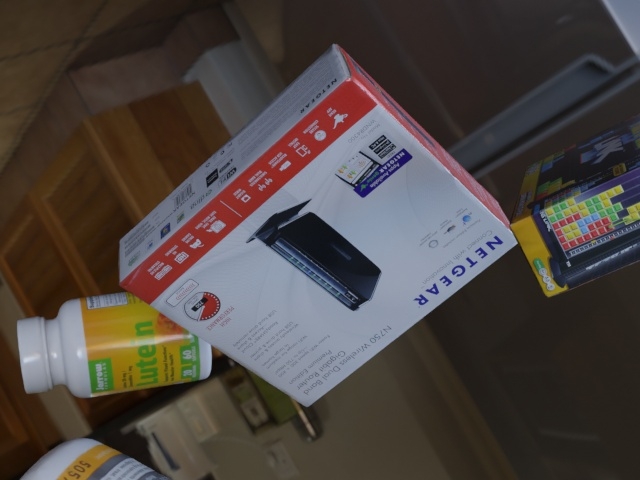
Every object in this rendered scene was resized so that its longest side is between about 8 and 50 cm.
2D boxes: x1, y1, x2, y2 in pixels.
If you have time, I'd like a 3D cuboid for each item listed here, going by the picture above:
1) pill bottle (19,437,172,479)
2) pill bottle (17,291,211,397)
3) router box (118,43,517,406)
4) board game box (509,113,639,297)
[{"bbox_3d":[-0.072,0.250,0.578,0.162,0.279,0.162,-61,170,-18],"label":"pill bottle"},{"bbox_3d":[-0.281,0.141,1.298,0.246,0.136,0.136,-7,170,-15],"label":"pill bottle"},{"bbox_3d":[0.000,0.000,1.057,0.335,0.301,0.082,-41,-147,17],"label":"router box"},{"bbox_3d":[0.186,-0.038,0.541,0.141,0.048,0.170,-27,-174,20],"label":"board game box"}]
